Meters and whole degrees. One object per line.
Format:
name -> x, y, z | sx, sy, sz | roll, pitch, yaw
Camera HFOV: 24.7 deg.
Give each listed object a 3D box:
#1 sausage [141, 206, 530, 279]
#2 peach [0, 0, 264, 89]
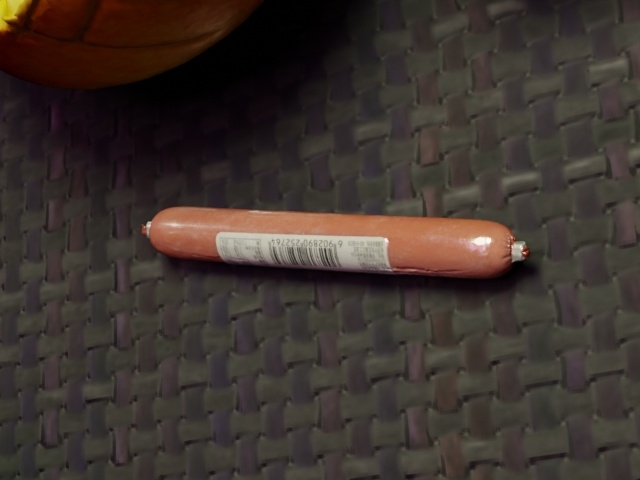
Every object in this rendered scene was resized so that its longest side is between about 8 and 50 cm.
sausage -> 0.000, 0.000, 0.724 | 0.223, 0.029, 0.029 | 3, 76, 31
peach -> -0.100, -0.220, 0.723 | 0.245, 0.248, 0.274 | -42, 6, -32
